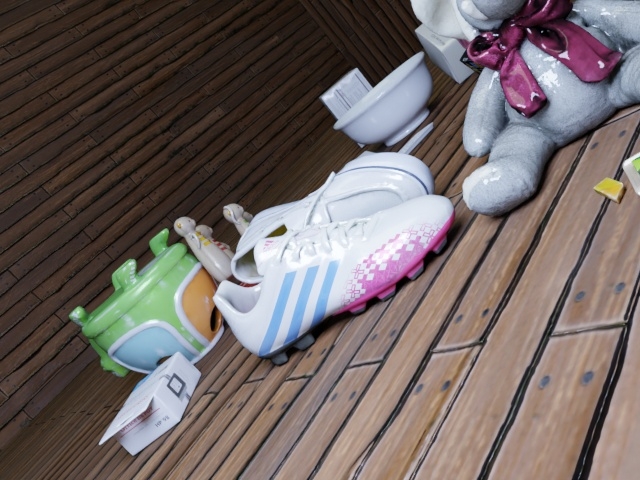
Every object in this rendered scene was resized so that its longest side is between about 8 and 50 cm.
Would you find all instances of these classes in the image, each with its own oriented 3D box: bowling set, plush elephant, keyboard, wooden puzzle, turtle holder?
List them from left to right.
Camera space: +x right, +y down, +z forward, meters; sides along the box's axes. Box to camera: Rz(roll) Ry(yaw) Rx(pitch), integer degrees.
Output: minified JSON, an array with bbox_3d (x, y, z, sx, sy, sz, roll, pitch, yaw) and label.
[{"bbox_3d":[-0.337,0.160,1.156,0.320,0.227,0.243,-42,12,1],"label":"turtle holder"},{"bbox_3d":[-0.159,-0.017,1.231,0.200,0.154,0.287,-42,-8,-6],"label":"bowling set"},{"bbox_3d":[0.158,-0.171,1.305,0.256,0.014,0.072,-46,12,-23],"label":"keyboard"},{"bbox_3d":[0.242,-0.242,0.678,0.272,0.255,0.330,-33,14,35],"label":"plush elephant"},{"bbox_3d":[0.288,-0.069,0.496,0.116,0.014,0.078,-36,13,21],"label":"wooden puzzle"}]

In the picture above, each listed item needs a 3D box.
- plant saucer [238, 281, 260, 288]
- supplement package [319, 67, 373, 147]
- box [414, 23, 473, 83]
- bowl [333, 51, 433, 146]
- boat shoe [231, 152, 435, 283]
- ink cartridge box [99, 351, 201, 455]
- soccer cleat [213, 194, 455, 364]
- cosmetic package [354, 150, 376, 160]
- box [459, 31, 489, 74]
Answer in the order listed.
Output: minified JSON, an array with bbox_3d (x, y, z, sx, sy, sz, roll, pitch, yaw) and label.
[{"bbox_3d":[-0.068,0.058,1.112,0.259,0.047,0.258,-41,11,-3],"label":"plant saucer"},{"bbox_3d":[0.115,-0.434,1.946,0.145,0.204,0.262,-39,12,8],"label":"supplement package"},{"bbox_3d":[0.391,-0.551,1.538,0.232,0.127,0.148,-40,45,8],"label":"box"},{"bbox_3d":[0.186,-0.338,1.537,0.298,0.134,0.298,-39,12,10],"label":"bowl"},{"bbox_3d":[-0.006,-0.006,0.873,0.367,0.135,0.156,-17,30,38],"label":"boat shoe"},{"bbox_3d":[-0.265,0.265,0.945,0.104,0.060,0.180,-38,12,13],"label":"ink cartridge box"},{"bbox_3d":[0.005,0.027,0.738,0.331,0.143,0.116,-37,12,17],"label":"soccer cleat"},{"bbox_3d":[0.084,-0.097,1.104,0.117,0.085,0.231,-40,10,5],"label":"cosmetic package"},{"bbox_3d":[0.429,-0.497,1.238,0.322,0.079,0.257,-58,8,15],"label":"box"}]
